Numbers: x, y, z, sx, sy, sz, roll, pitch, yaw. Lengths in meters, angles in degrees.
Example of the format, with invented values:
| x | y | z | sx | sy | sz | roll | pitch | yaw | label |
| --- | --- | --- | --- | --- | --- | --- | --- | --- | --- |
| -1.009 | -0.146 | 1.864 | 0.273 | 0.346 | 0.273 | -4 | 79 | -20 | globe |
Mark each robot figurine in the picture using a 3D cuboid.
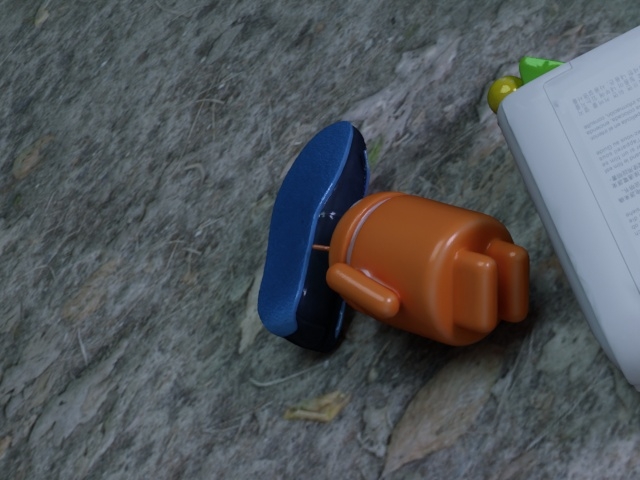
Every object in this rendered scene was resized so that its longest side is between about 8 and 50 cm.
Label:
| x | y | z | sx | sy | sz | roll | pitch | yaw | label |
| --- | --- | --- | --- | --- | --- | --- | --- | --- | --- |
| 0.094 | 0.024 | 1.653 | 0.219 | 0.128 | 0.158 | 17 | 63 | 46 | robot figurine |

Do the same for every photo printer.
| x | y | z | sx | sy | sz | roll | pitch | yaw | label |
| --- | --- | --- | --- | --- | --- | --- | --- | --- | --- |
| 0.318 | -0.037 | 1.497 | 0.256 | 0.107 | 0.307 | -27 | 62 | 12 | photo printer |

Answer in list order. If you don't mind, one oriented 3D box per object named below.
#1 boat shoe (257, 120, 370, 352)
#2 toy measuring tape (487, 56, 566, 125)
| x | y | z | sx | sy | sz | roll | pitch | yaw | label |
| --- | --- | --- | --- | --- | --- | --- | --- | --- | --- |
| 0.000 | 0.000 | 1.791 | 0.109 | 0.089 | 0.258 | -15 | 47 | 46 | boat shoe |
| 0.309 | -0.097 | 1.650 | 0.330 | 0.121 | 0.121 | 12 | 58 | 24 | toy measuring tape |
